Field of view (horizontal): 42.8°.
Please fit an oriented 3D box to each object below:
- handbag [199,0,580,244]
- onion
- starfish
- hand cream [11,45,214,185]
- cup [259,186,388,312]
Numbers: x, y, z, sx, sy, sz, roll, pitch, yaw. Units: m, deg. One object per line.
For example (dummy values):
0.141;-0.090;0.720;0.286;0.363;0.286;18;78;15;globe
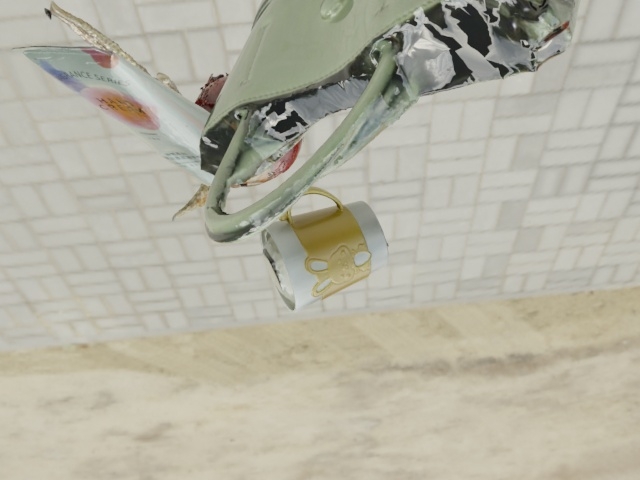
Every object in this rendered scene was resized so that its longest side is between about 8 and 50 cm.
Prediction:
0.041;-0.116;0.409;0.109;0.316;0.241;35;151;-27;handbag
-0.120;-0.165;1.214;0.183;0.184;0.147;-18;-175;16;onion
-0.293;-0.214;1.379;0.132;0.398;0.384;-36;151;-3;starfish
-0.182;-0.136;0.920;0.124;0.078;0.340;9;170;29;hand cream
0.000;0.000;1.603;0.226;0.185;0.241;-19;121;-15;cup
